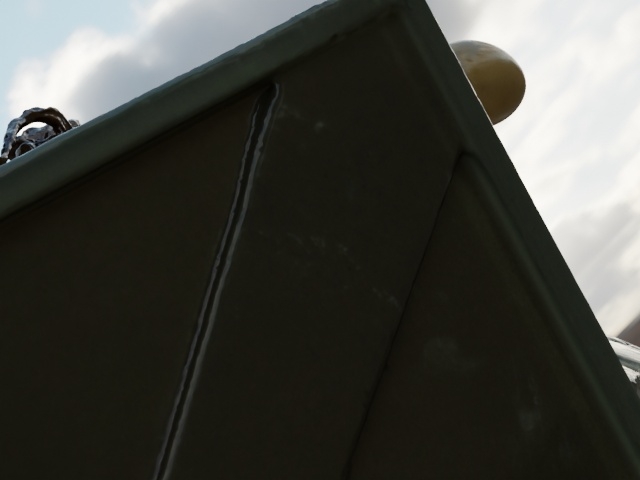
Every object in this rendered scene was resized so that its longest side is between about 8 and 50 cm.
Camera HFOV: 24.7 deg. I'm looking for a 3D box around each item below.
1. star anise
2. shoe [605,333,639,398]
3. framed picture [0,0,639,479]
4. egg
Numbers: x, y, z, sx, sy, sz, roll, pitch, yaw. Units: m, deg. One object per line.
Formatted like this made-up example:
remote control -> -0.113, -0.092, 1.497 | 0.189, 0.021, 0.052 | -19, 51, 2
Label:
star anise -> -0.209, -0.066, 1.120 | 0.190, 0.097, 0.070 | -70, -13, -73
shoe -> 0.115, 0.159, 0.880 | 0.342, 0.132, 0.210 | 6, -79, -66
framed picture -> -0.033, 0.123, 0.459 | 0.446, 0.326, 0.028 | -33, 7, -41
egg -> 0.136, -0.135, 1.279 | 0.096, 0.080, 0.080 | 10, -46, -30
